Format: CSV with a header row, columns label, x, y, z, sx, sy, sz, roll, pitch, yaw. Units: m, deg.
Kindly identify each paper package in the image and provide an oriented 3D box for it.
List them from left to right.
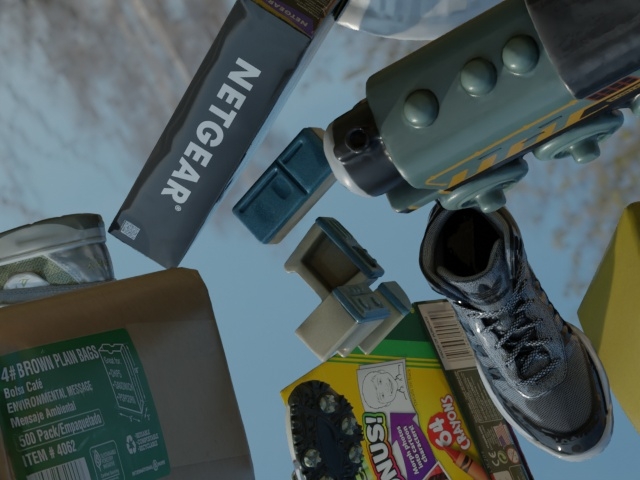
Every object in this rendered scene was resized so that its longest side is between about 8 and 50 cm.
label,x,y,z,sx,sy,sz,roll,pitch,yaw
paper package,-0.238,0.146,1.218,0.309,0.168,0.325,-21,177,21

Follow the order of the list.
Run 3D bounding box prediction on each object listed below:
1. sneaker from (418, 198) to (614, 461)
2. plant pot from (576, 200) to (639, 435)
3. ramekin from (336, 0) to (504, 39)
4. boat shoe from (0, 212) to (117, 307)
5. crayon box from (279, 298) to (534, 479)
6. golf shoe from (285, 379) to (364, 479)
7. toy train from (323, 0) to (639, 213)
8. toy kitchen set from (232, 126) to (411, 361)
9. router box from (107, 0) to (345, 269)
label,x,y,z,sx,sy,sz,roll,pitch,yaw
sneaker,0.158,0.067,1.692,0.101,0.268,0.153,-30,164,8
plant pot,0.393,0.096,1.938,0.212,0.187,0.212,-1,147,-10
ramekin,0.095,-0.346,2.060,0.277,0.135,0.277,3,-135,-3
boat shoe,-0.346,0.063,1.958,0.320,0.103,0.118,-19,175,18
crayon box,0.132,0.314,2.887,0.106,0.363,0.313,-3,155,-47
golf shoe,-0.001,0.291,2.487,0.105,0.273,0.120,-37,-149,-30
toy train,0.158,-0.124,1.500,0.334,0.142,0.190,-26,167,25
toy kitchen set,0.000,0.000,1.924,0.122,0.207,0.166,-48,165,16
router box,-0.072,-0.150,1.907,0.309,0.081,0.243,-57,-178,34
